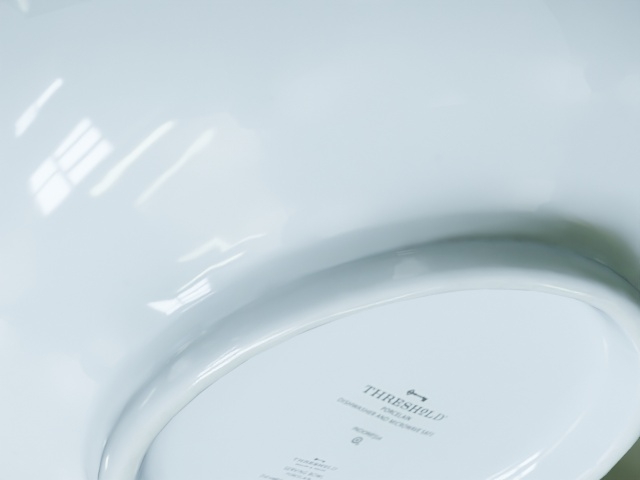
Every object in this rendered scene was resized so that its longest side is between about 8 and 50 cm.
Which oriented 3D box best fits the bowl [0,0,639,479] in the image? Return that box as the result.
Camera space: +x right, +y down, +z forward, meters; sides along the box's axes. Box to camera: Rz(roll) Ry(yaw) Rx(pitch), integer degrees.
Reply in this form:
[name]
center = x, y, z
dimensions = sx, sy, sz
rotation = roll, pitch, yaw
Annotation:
[bowl]
center = 0.000, 0.000, 0.512
dimensions = 0.298, 0.298, 0.134
rotation = 28, -146, -45
